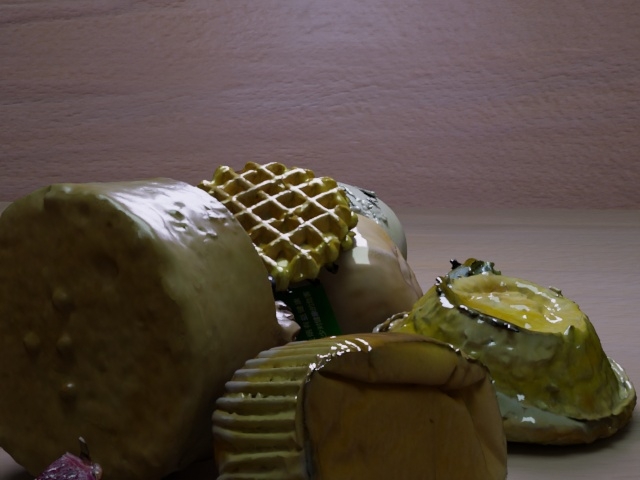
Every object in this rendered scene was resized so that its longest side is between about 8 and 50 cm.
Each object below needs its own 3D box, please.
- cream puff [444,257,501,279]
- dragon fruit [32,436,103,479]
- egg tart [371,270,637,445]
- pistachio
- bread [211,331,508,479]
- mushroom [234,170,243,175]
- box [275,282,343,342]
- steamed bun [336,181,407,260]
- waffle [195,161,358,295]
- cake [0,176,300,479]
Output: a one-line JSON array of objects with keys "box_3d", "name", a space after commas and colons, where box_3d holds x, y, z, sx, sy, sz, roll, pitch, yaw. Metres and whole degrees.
[{"box_3d": [0.254, 0.114, 1.416, 0.156, 0.156, 0.121, -6, -30, -30], "name": "cream puff"}, {"box_3d": [-0.205, 0.243, 0.710, 0.096, 0.102, 0.147, -2, 18, 29], "name": "dragon fruit"}, {"box_3d": [0.240, 0.132, 1.117, 0.345, 0.133, 0.345, 9, 18, -3], "name": "egg tart"}, {"box_3d": [0.026, 0.074, 1.361, 0.308, 0.230, 0.229, 6, 11, 37], "name": "pistachio"}, {"box_3d": [0.036, 0.188, 0.811, 0.288, 0.204, 0.156, -6, -6, -45], "name": "bread"}, {"box_3d": [-0.234, -0.016, 1.775, 0.283, 0.195, 0.263, -22, -4, -42], "name": "mushroom"}, {"box_3d": [-0.078, 0.139, 1.171, 0.235, 0.132, 0.034, -11, -21, -33], "name": "box"}, {"box_3d": [0.000, 0.000, 1.652, 0.333, 0.233, 0.312, 5, 9, 7], "name": "steamed bun"}, {"box_3d": [-0.095, -0.027, 1.260, 0.329, 0.062, 0.329, -3, 37, 2], "name": "waffle"}, {"box_3d": [-0.167, 0.087, 0.950, 0.332, 0.333, 0.321, 6, 7, 28], "name": "cake"}]
